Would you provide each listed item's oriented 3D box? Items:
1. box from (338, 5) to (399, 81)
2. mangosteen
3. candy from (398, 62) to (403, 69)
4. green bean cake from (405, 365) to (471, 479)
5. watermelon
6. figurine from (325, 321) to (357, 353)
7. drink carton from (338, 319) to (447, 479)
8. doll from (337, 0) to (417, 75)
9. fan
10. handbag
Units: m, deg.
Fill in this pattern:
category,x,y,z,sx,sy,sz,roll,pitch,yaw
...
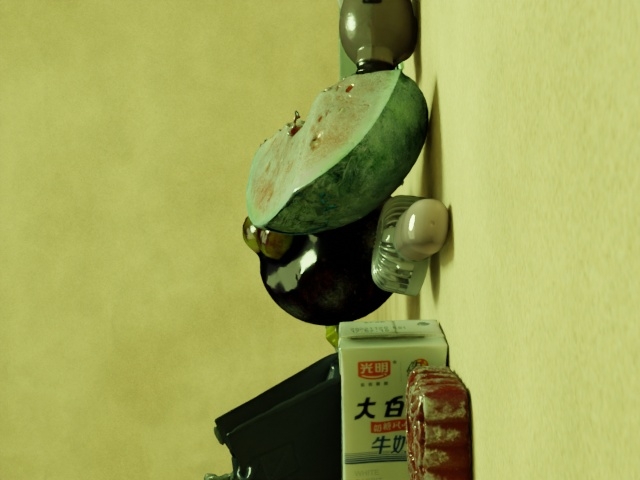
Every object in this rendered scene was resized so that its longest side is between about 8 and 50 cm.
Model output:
category,x,y,z,sx,sy,sz,roll,pitch,yaw
box,0.096,-0.344,1.467,0.225,0.118,0.224,77,-168,-83
mangosteen,0.000,0.000,1.234,0.302,0.275,0.274,38,-147,-30
candy,0.129,-0.400,1.327,0.058,0.062,0.193,-14,84,47
green bean cake,0.118,0.203,0.760,0.135,0.057,0.135,-19,-73,-87
watermelon,0.027,-0.079,0.997,0.322,0.175,0.188,-28,44,60
figurine,0.065,0.305,1.332,0.343,0.167,0.284,25,-115,-37
drink carton,0.089,0.258,0.920,0.106,0.131,0.314,-93,1,-78
doll,0.084,-0.355,1.098,0.182,0.118,0.257,48,-143,-79
fan,0.114,-0.001,0.902,0.244,0.074,0.130,116,164,-83
handbag,-0.007,0.344,1.031,0.118,0.269,0.325,23,134,66
